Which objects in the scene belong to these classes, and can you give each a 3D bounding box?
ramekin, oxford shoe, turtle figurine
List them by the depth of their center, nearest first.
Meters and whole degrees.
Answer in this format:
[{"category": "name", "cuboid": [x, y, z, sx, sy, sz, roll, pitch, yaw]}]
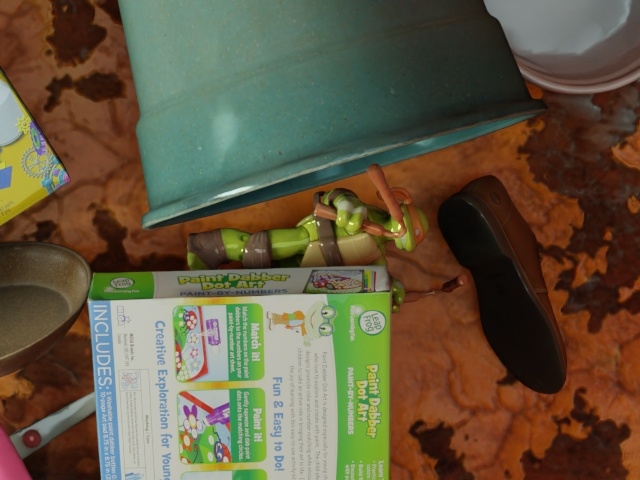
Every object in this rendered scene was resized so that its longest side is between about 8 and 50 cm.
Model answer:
[{"category": "turtle figurine", "cuboid": [0.000, 0.000, 1.701, 0.217, 0.269, 0.087, -15, 67, 8]}, {"category": "ramekin", "cuboid": [0.216, -0.231, 1.746, 0.207, 0.109, 0.207, -1, 95, -9]}, {"category": "oxford shoe", "cuboid": [0.180, 0.038, 1.790, 0.076, 0.076, 0.212, -41, 115, -43]}]

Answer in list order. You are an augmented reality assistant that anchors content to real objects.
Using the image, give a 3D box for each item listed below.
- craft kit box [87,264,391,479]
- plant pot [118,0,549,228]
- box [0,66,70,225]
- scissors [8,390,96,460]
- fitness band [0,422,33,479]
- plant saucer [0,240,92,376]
[{"category": "craft kit box", "cuboid": [-0.063, 0.143, 1.674, 0.246, 0.061, 0.250, 0, 116, 0]}, {"category": "plant pot", "cuboid": [-0.028, -0.213, 1.616, 0.341, 0.341, 0.334, -17, 90, -7]}, {"category": "box", "cuboid": [-0.400, -0.091, 1.630, 0.290, 0.177, 0.279, -33, 98, -5]}, {"category": "scissors", "cuboid": [-0.274, 0.176, 1.752, 0.297, 0.021, 0.109, -44, 100, -2]}, {"category": "fitness band", "cuboid": [-0.335, 0.248, 1.681, 0.209, 0.054, 0.291, -34, 111, -25]}, {"category": "plant saucer", "cuboid": [-0.282, 0.067, 1.663, 0.198, 0.198, 0.036, -17, 118, -7]}]
